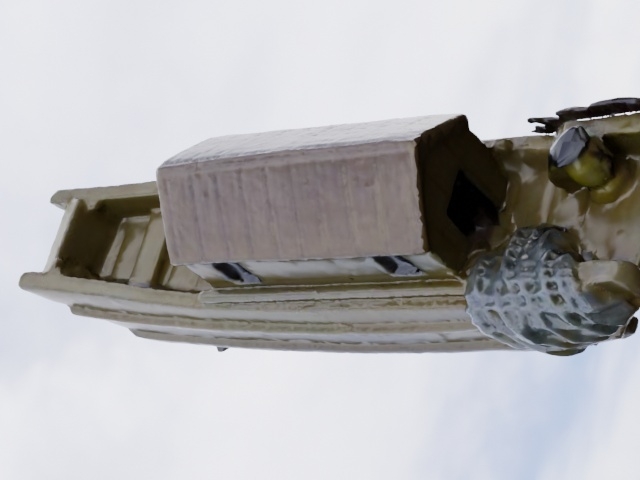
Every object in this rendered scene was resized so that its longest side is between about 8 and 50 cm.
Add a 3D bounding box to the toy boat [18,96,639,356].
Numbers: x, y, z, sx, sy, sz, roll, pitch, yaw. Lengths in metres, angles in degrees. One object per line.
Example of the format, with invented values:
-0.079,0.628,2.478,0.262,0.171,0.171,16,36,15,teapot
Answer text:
0.000,0.000,1.094,0.162,0.445,0.136,37,-121,-42,toy boat
